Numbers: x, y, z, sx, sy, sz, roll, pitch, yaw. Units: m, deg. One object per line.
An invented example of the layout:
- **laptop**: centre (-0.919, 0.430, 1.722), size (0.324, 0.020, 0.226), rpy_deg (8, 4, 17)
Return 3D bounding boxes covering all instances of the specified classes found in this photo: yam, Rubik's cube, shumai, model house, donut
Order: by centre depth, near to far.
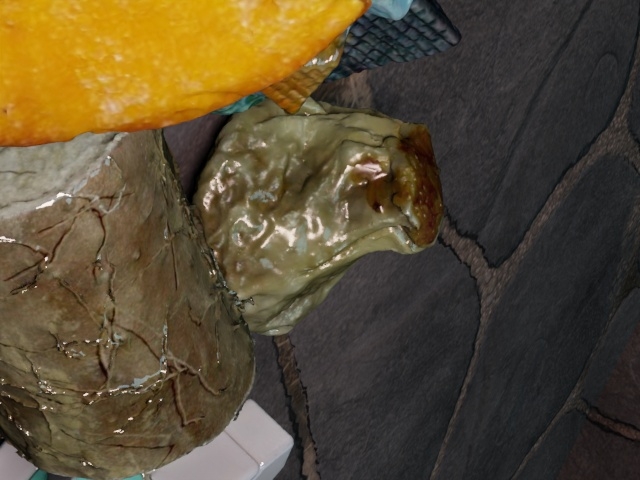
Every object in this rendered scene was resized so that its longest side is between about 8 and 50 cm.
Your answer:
- **donut**: centre (-0.177, -0.247, 0.771), size (0.377, 0.163, 0.435), rpy_deg (-12, 142, -4)
- **yam**: centre (-0.184, 0.012, 1.052), size (0.241, 0.241, 0.348), rpy_deg (-48, 145, -27)
- **model house**: centre (-0.010, -0.192, 1.166), size (0.261, 0.241, 0.226), rpy_deg (21, 92, -62)
- **Rubik's cube**: centre (-0.160, 0.194, 1.256), size (0.213, 0.224, 0.265), rpy_deg (-50, 155, 6)
- **shumai**: centre (0.000, 0.000, 1.358), size (0.225, 0.222, 0.260), rpy_deg (-38, 149, -50)
